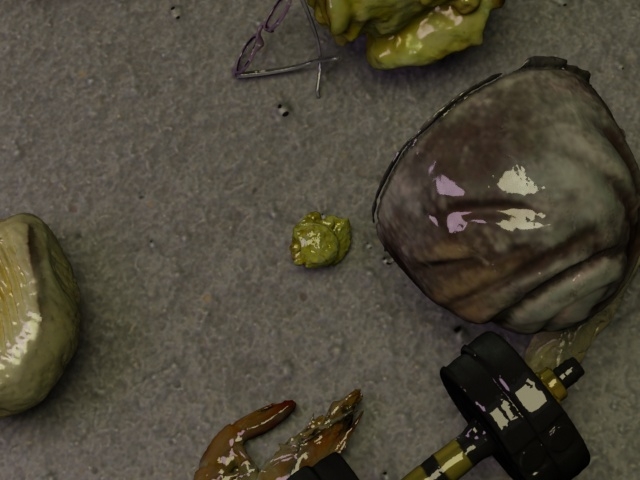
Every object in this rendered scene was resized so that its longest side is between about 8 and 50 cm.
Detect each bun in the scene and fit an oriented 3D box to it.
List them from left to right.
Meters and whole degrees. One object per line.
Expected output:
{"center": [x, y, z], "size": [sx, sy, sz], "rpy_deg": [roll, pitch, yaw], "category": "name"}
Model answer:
{"center": [-0.362, 0.093, 1.752], "size": [0.244, 0.153, 0.244], "rpy_deg": [-11, 64, 24], "category": "bun"}

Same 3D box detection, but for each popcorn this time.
{"center": [0.001, 0.003, 1.789], "size": [0.083, 0.059, 0.068], "rpy_deg": [-22, 39, -25], "category": "popcorn"}
{"center": [0.088, -0.335, 1.801], "size": [0.237, 0.293, 0.293], "rpy_deg": [7, 68, -31], "category": "popcorn"}

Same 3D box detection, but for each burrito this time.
{"center": [0.305, 0.071, 1.735], "size": [0.058, 0.063, 0.229], "rpy_deg": [35, 84, -25], "category": "burrito"}

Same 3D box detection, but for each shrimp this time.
{"center": [-0.050, 0.239, 1.727], "size": [0.236, 0.053, 0.133], "rpy_deg": [-45, 52, -5], "category": "shrimp"}

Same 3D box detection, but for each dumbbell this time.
{"center": [0.122, 0.247, 1.625], "size": [0.388, 0.185, 0.185], "rpy_deg": [-37, 71, -5], "category": "dumbbell"}

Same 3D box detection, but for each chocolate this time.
{"center": [0.230, -0.017, 1.625], "size": [0.303, 0.303, 0.213], "rpy_deg": [-33, 60, -5], "category": "chocolate"}

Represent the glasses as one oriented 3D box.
{"center": [-0.030, -0.230, 1.868], "size": [0.104, 0.140, 0.062], "rpy_deg": [27, 29, -18], "category": "glasses"}
